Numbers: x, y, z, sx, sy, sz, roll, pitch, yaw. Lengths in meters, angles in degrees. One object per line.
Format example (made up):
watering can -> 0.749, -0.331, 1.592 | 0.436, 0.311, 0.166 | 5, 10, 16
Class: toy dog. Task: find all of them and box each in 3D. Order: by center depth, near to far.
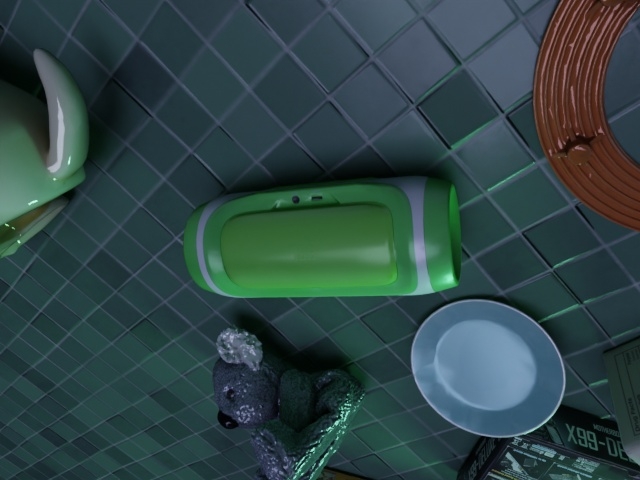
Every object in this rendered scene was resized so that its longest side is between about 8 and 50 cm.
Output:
toy dog -> -0.496, -0.147, 0.543 | 0.396, 0.284, 0.408 | -30, 108, 32

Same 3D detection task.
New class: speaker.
speaker -> 0.000, 0.000, 0.569 | 0.297, 0.131, 0.131 | -3, 123, 21

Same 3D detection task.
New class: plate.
plate -> 0.209, 0.161, 0.646 | 0.188, 0.024, 0.188 | 7, 107, 26

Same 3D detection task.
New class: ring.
ring -> 0.355, -0.135, 0.411 | 0.337, 0.032, 0.336 | 10, 127, 13

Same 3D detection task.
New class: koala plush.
koala plush -> -0.071, 0.236, 0.752 | 0.221, 0.203, 0.196 | 31, 144, 22

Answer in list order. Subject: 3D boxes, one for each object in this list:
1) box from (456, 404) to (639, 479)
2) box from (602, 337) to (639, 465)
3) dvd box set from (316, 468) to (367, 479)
box -> 0.379, 0.361, 0.723 | 0.308, 0.076, 0.242 | 17, 128, 8
box -> 0.463, 0.133, 0.492 | 0.121, 0.148, 0.311 | 40, 128, -11
dvd box set -> 0.138, 0.581, 0.971 | 0.421, 0.062, 0.307 | 9, 126, 12
